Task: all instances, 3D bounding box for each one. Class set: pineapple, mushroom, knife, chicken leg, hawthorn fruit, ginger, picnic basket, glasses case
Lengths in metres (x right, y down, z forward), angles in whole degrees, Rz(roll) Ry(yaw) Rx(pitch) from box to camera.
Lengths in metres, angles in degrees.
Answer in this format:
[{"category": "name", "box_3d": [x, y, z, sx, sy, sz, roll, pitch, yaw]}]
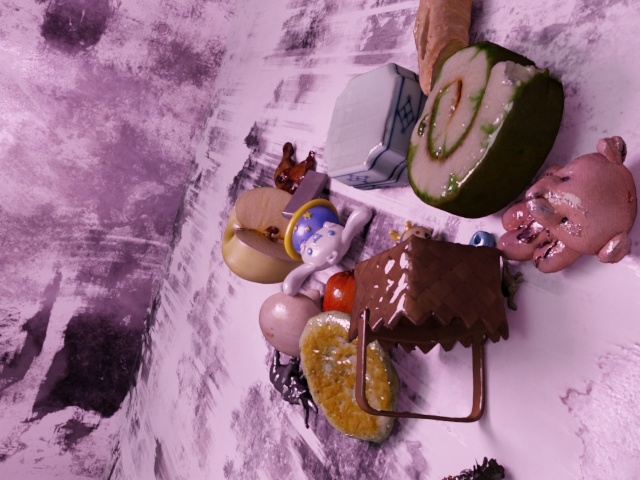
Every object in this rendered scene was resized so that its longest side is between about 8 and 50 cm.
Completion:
[{"category": "pineapple", "box_3d": [0.262, 0.438, 1.127, 0.159, 0.074, 0.074, -50, 36, 35]}, {"category": "mushroom", "box_3d": [-0.061, 0.214, 1.754, 0.204, 0.204, 0.204, -37, 46, 51]}, {"category": "knife", "box_3d": [0.282, 0.075, 1.315, 0.244, 0.032, 0.058, -61, 35, 34]}, {"category": "chicken leg", "box_3d": [-0.089, -0.232, 2.125, 0.177, 0.083, 0.322, -64, 30, 4]}, {"category": "hawthorn fruit", "box_3d": [0.084, 0.163, 1.530, 0.157, 0.157, 0.194, -135, 40, -60]}, {"category": "ginger", "box_3d": [0.283, -0.477, 1.463, 0.190, 0.126, 0.354, -22, 56, 52]}, {"category": "picnic basket", "box_3d": [0.193, 0.168, 1.178, 0.291, 0.254, 0.321, 146, 132, -63]}, {"category": "glasses case", "box_3d": [-0.044, -0.135, 1.910, 0.042, 0.072, 0.191, 85, -152, -52]}]

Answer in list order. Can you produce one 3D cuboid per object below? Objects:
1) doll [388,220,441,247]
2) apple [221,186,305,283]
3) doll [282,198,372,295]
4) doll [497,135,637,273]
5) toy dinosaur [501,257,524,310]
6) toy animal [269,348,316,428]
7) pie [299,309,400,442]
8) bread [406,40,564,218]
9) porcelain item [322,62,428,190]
[{"category": "doll", "box_3d": [0.214, 0.002, 1.419, 0.179, 0.102, 0.089, 44, 159, 56]}, {"category": "apple", "box_3d": [-0.168, 0.004, 1.952, 0.233, 0.257, 0.295, -43, 38, 48]}, {"category": "doll", "box_3d": [-0.013, 0.026, 1.745, 0.242, 0.159, 0.311, 27, 72, 37]}, {"category": "doll", "box_3d": [0.375, -0.044, 1.056, 0.303, 0.156, 0.201, 154, 124, -62]}, {"category": "toy dinosaur", "box_3d": [0.349, 0.073, 1.185, 0.120, 0.029, 0.060, -102, 20, -45]}, {"category": "toy animal", "box_3d": [-0.070, 0.394, 1.774, 0.269, 0.082, 0.137, 40, 116, 57]}, {"category": "pie", "box_3d": [0.070, 0.307, 1.432, 0.323, 0.070, 0.323, 18, 115, 44]}, {"category": "bread", "box_3d": [0.308, -0.231, 1.236, 0.382, 0.129, 0.366, -33, 42, 61]}, {"category": "porcelain item", "box_3d": [0.148, -0.274, 1.576, 0.286, 0.157, 0.281, -4, 72, 57]}]
